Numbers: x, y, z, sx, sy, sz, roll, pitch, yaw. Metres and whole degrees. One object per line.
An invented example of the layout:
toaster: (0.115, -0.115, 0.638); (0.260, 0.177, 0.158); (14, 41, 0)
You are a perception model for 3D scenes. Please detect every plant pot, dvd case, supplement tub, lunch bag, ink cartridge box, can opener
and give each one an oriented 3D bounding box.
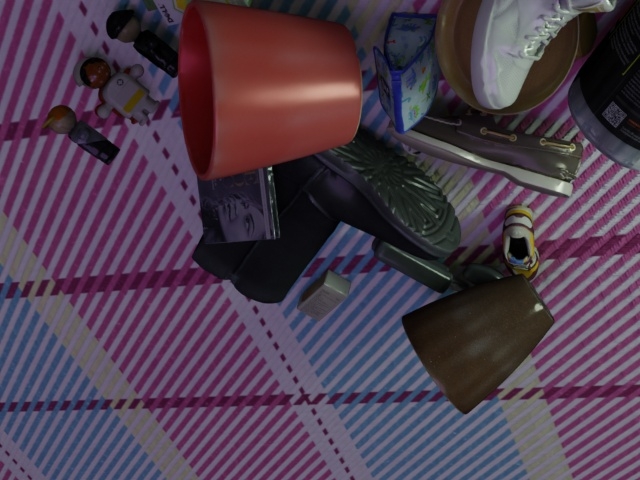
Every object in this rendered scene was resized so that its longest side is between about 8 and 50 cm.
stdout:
plant pot: (0.304, 0.168, 2.052); (0.230, 0.215, 0.215); (-34, 122, 11)
plant pot: (0.366, -0.312, 1.669); (0.081, 0.083, 0.081); (-5, 135, 21)
dvd case: (-0.153, -0.080, 2.009); (0.018, 0.164, 0.221); (-8, -178, -39)
supplement tub: (0.516, -0.270, 1.573); (0.207, 0.207, 0.338); (23, 140, -8)
lunch bag: (0.135, -0.261, 1.749); (0.096, 0.151, 0.129); (4, 138, 14)
ink cartridge box: (-0.217, -0.408, 1.768); (0.209, 0.062, 0.109); (-6, 135, 25)
can opener: (0.231, 0.054, 2.143); (0.280, 0.074, 0.093); (24, 105, -12)
plant pot: (0.278, -0.304, 1.653); (0.236, 0.032, 0.236); (7, 102, 36)
plant pot: (-0.079, -0.238, 1.745); (0.243, 0.275, 0.275); (-5, 142, -17)

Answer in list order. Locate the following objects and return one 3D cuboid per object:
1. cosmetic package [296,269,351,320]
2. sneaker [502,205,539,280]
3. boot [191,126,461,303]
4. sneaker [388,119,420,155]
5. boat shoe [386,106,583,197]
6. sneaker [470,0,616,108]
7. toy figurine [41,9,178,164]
cosmetic package: (0.007, 0.113, 2.288); (0.060, 0.041, 0.115); (32, 137, -16)
sneaker: (0.361, 0.026, 2.043); (0.070, 0.084, 0.185); (-1, 136, 19)
boot: (-0.001, -0.002, 2.054); (0.367, 0.146, 0.445); (43, 131, 0)
sneaker: (0.153, -0.179, 1.924); (0.037, 0.032, 0.083); (-22, 127, 36)
boat shoe: (0.273, -0.164, 1.855); (0.324, 0.096, 0.116); (19, 180, 2)
sneaker: (0.314, -0.310, 1.537); (0.169, 0.108, 0.292); (22, 108, 36)
toy figurine: (-0.349, -0.256, 1.869); (0.148, 0.209, 0.213); (38, 134, -15)
